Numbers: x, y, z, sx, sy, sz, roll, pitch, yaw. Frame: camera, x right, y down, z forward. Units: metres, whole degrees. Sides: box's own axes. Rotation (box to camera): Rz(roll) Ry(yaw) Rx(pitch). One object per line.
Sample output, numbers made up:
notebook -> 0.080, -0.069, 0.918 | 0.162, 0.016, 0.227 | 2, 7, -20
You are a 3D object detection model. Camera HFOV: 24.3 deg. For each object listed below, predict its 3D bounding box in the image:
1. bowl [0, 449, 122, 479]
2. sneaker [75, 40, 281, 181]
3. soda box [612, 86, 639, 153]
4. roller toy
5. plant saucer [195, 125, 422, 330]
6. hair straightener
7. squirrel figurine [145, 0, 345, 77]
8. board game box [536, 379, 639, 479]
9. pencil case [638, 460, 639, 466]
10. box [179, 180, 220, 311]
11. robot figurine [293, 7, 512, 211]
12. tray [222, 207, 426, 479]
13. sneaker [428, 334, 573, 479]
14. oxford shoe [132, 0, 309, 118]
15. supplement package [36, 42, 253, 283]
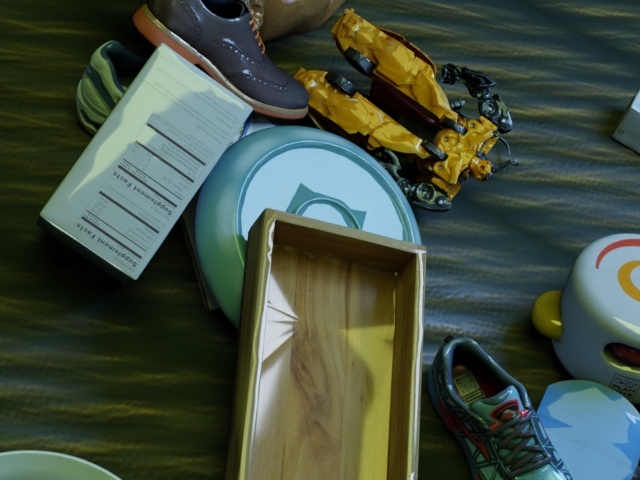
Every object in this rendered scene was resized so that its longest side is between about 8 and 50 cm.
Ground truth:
bowl -> -0.294, 0.368, 1.472 | 0.297, 0.134, 0.298 | 8, 55, -12
sneaker -> -0.163, -0.159, 1.883 | 0.296, 0.131, 0.112 | 16, 51, -8
soda box -> 0.529, -0.134, 2.108 | 0.216, 0.074, 0.069 | 32, 53, 6
roller toy -> 0.389, 0.102, 1.856 | 0.209, 0.146, 0.191 | -20, 53, -29
plant saucer -> 0.000, 0.000, 1.812 | 0.317, 0.043, 0.318 | 11, 65, -26
hair straightener -> 0.182, -0.171, 2.043 | 0.230, 0.047, 0.089 | 34, 53, 14
squirrel figurine -> -0.097, -0.425, 1.935 | 0.281, 0.370, 0.397 | 30, 53, 4
board game box -> 0.314, 0.254, 1.793 | 0.133, 0.033, 0.169 | 23, 69, 10
pencil case -> 0.540, 0.308, 1.772 | 0.306, 0.119, 0.133 | 34, 24, 8
box -> -0.069, -0.007, 1.853 | 0.201, 0.021, 0.164 | -11, 72, -24
robot figurine -> 0.109, -0.168, 1.972 | 0.291, 0.085, 0.211 | 38, 84, 10
tray -> 0.005, 0.180, 1.649 | 0.202, 0.076, 0.411 | 13, 61, -17
sneaker -> 0.206, 0.223, 1.722 | 0.104, 0.125, 0.262 | -31, 66, -12
oxford shoe -> -0.100, -0.238, 1.856 | 0.271, 0.098, 0.097 | 28, 20, -38
supplement package -> -0.209, -0.086, 1.742 | 0.134, 0.139, 0.244 | 35, 79, -8
